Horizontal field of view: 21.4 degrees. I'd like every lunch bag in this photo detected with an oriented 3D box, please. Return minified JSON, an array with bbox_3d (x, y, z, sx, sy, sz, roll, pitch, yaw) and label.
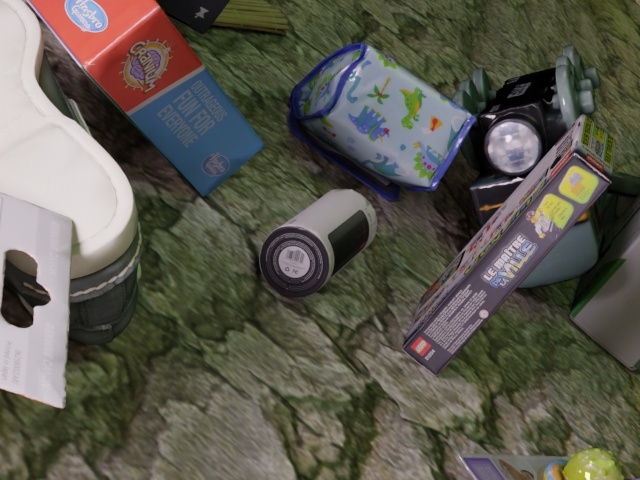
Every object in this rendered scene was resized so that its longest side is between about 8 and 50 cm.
[{"bbox_3d":[0.045,-0.104,1.509,0.129,0.096,0.151,34,-7,-15],"label":"lunch bag"}]

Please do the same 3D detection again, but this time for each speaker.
[{"bbox_3d":[0.000,0.000,1.279,0.055,0.055,0.136,41,21,4],"label":"speaker"}]

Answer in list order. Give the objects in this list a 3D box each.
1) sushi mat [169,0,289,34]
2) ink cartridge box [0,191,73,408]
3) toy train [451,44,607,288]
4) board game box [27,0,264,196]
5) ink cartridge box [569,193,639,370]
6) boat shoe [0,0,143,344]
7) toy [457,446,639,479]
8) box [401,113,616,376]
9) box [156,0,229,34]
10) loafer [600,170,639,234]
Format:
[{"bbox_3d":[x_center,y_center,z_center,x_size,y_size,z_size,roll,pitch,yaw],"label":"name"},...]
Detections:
[{"bbox_3d":[-0.151,-0.255,1.584,0.151,0.019,0.316,46,22,18],"label":"sushi mat"},{"bbox_3d":[-0.241,0.010,0.827,0.232,0.066,0.189,26,24,-20],"label":"ink cartridge box"},{"bbox_3d":[0.209,-0.075,1.628,0.334,0.142,0.190,-48,124,-74],"label":"toy train"},{"bbox_3d":[-0.186,-0.198,1.228,0.316,0.064,0.242,50,-1,23],"label":"board game box"},{"bbox_3d":[0.329,0.016,1.654,0.087,0.153,0.208,39,20,1],"label":"ink cartridge box"},{"bbox_3d":[-0.198,-0.056,1.054,0.319,0.116,0.099,50,-21,41],"label":"boat shoe"},{"bbox_3d":[0.207,0.195,1.233,0.237,0.056,0.137,7,40,-54],"label":"toy"},{"bbox_3d":[0.145,0.003,1.302,0.036,0.207,0.114,38,22,-3],"label":"box"},{"bbox_3d":[-0.153,-0.298,1.489,0.153,0.108,0.207,25,24,-32],"label":"box"},{"bbox_3d":[0.346,-0.028,1.899,0.096,0.084,0.267,16,2,33],"label":"loafer"}]
